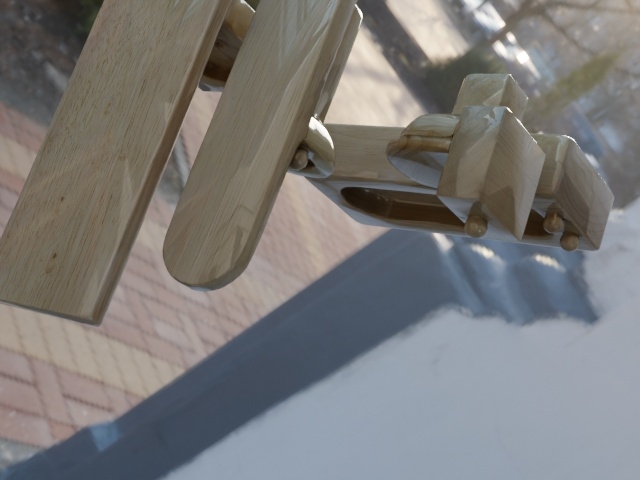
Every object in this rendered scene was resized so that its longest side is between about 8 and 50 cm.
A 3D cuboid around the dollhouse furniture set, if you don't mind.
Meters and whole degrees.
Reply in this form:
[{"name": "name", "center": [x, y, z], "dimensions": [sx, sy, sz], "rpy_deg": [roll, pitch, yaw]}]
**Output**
[{"name": "dollhouse furniture set", "center": [0.000, 0.000, 0.387], "dimensions": [0.151, 0.144, 0.123], "rpy_deg": [38, 66, -49]}]
